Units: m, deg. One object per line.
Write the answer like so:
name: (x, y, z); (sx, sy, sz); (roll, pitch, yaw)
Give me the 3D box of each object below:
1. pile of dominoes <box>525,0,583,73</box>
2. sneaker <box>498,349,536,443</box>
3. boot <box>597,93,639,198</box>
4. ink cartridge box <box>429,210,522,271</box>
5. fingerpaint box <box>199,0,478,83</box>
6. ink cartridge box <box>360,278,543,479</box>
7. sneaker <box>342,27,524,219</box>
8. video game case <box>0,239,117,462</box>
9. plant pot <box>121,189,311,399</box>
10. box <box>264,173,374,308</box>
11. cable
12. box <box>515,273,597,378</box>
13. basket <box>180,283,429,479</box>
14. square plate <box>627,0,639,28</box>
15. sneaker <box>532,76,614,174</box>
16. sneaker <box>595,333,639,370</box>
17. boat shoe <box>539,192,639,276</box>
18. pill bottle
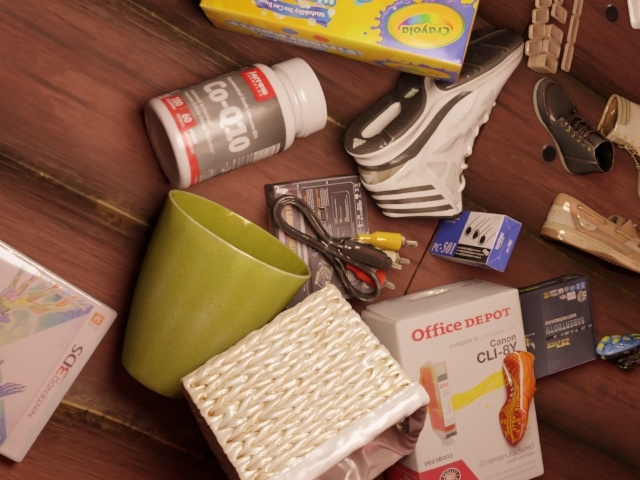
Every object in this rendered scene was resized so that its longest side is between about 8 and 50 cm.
pile of dominoes: (0.465, -0.467, 1.939); (0.196, 0.040, 0.251); (11, 89, -51)
sneaker: (0.377, 0.294, 1.800); (0.067, 0.064, 0.175); (2, 95, -36)
boot: (0.664, -0.193, 2.045); (0.165, 0.077, 0.213); (11, 85, -24)
ink cartridge box: (0.291, -0.003, 1.832); (0.046, 0.207, 0.097); (24, 85, -23)
fingerpaint box: (0.063, -0.502, 1.621); (0.444, 0.163, 0.371); (15, 89, 5)
ink cartridge box: (0.255, 0.294, 1.867); (0.279, 0.160, 0.385); (-13, 99, -22)
sneaker: (0.242, -0.207, 1.853); (0.447, 0.169, 0.257); (-40, 129, -23)
video game case: (-0.552, 0.161, 1.585); (0.329, 0.036, 0.300); (36, 81, -21)
plant pot: (-0.206, 0.109, 1.628); (0.274, 0.275, 0.293); (27, 100, -22)
box: (0.000, 0.000, 1.792); (0.183, 0.056, 0.231); (-9, 98, -21)
cable: (0.030, 0.014, 1.761); (0.287, 0.072, 0.139); (23, 103, -11)
box: (0.460, 0.183, 1.996); (0.232, 0.059, 0.183); (-12, 100, -24)
basket: (-0.030, 0.304, 1.626); (0.331, 0.328, 0.266); (-33, 67, -15)
square plate: (0.793, -0.655, 2.075); (0.344, 0.049, 0.347); (-14, 100, -22)
sneaker: (0.521, -0.236, 1.957); (0.083, 0.118, 0.222); (-36, 107, -16)
sneaker: (0.653, 0.243, 2.061); (0.188, 0.067, 0.078); (3, 99, -46)
boat shoe: (0.623, 0.001, 2.019); (0.341, 0.121, 0.110); (22, 87, -22)
pill bottle: (-0.143, -0.209, 1.657); (0.283, 0.161, 0.161); (-23, 103, -19)
